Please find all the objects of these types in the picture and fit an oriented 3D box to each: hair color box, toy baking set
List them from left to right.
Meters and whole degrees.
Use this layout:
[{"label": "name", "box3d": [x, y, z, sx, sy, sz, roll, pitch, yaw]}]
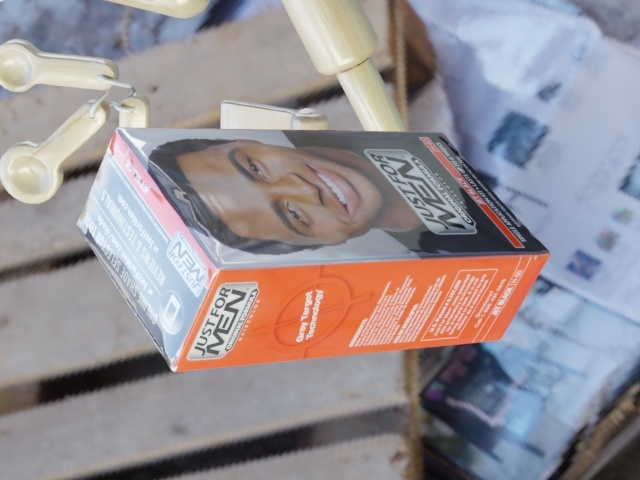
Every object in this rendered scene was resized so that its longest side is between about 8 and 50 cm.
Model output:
[{"label": "toy baking set", "box3d": [-0.084, -0.101, 0.719, 0.196, 0.256, 0.030, -17, 20, 19]}, {"label": "hair color box", "box3d": [0.000, 0.000, 0.551, 0.072, 0.141, 0.043, 51, 129, 35]}]
